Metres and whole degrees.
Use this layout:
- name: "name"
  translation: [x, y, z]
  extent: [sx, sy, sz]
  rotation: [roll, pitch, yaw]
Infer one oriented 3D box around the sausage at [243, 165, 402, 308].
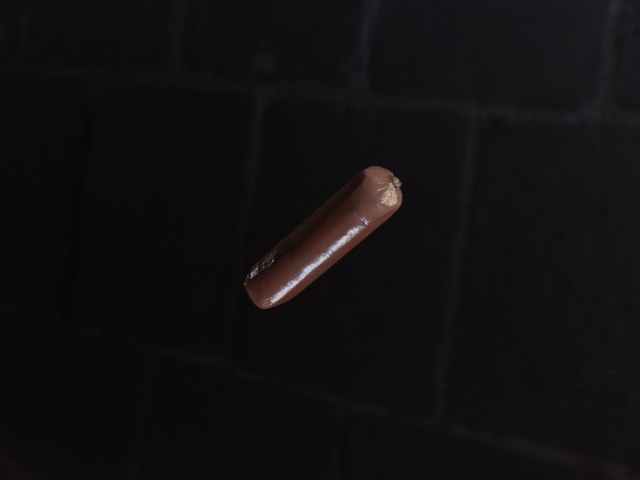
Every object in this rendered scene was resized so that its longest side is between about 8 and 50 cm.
- name: "sausage"
  translation: [0.000, 0.000, 1.078]
  extent: [0.147, 0.035, 0.030]
  rotation: [-42, 75, 43]
